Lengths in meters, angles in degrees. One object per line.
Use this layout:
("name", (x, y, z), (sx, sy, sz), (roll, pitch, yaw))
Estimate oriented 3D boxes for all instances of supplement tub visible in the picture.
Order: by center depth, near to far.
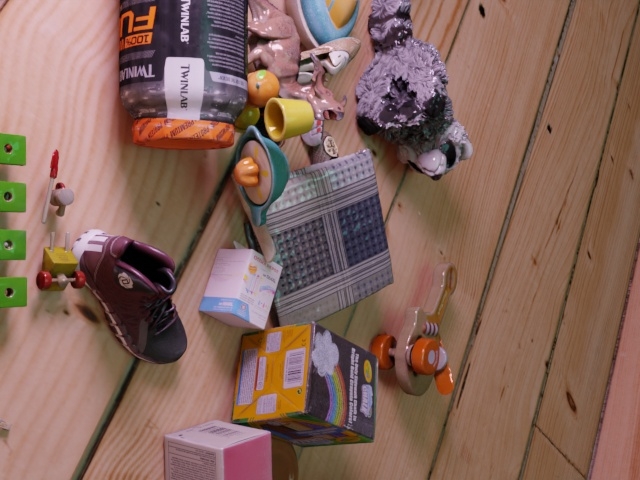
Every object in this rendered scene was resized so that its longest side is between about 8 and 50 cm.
("supplement tub", (-0.219, -0.322, 1.303), (0.207, 0.207, 0.338), (1, 89, -50))

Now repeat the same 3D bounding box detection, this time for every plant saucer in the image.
("plant saucer", (-0.107, 0.466, 1.573), (0.200, 0.037, 0.200), (0, 90, -50))

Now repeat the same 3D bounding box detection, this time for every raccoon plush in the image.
("raccoon plush", (0.252, -0.362, 1.893), (0.299, 0.216, 0.446), (29, 68, -55))

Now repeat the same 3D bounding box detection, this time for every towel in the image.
("towel", (0.000, 0.000, 1.653), (0.324, 0.056, 0.312), (-23, 110, -32))

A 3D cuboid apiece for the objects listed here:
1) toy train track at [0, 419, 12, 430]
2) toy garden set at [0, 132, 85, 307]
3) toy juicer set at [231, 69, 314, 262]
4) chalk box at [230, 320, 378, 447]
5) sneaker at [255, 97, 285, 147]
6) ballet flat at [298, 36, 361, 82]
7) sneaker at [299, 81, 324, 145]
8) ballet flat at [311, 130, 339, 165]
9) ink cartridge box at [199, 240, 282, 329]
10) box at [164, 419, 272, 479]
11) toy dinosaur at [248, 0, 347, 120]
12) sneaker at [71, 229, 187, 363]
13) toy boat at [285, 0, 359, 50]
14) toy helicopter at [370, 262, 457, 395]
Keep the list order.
("toy train track", (-0.475, 0.253, 1.146), (0.083, 0.014, 0.048), (42, 51, -48))
("toy garden set", (-0.441, -0.027, 1.163), (0.204, 0.049, 0.244), (1, 89, -49))
("toy juicer set", (-0.124, -0.141, 1.407), (0.089, 0.209, 0.329), (-12, 137, -31))
("chalk box", (-0.006, 0.294, 1.566), (0.289, 0.179, 0.180), (35, 51, -45))
("sneaker", (-0.098, -0.256, 1.581), (0.075, 0.057, 0.161), (-16, 97, -73))
("ballet flat", (-0.004, -0.347, 1.606), (0.206, 0.067, 0.073), (-20, 146, -13))
("sneaker", (-0.008, -0.275, 1.676), (0.065, 0.061, 0.158), (-12, 100, -56))
("ballet flat", (0.029, -0.108, 1.720), (0.084, 0.058, 0.249), (-14, 102, -48))
("ink cartridge box", (-0.143, 0.080, 1.487), (0.092, 0.090, 0.143), (34, 65, -45))
("box", (-0.175, 0.446, 1.402), (0.127, 0.149, 0.232), (-4, 94, -51))
("toy dinosaur", (-0.073, -0.343, 1.478), (0.200, 0.127, 0.295), (-12, 91, -20))
("sneaker", (-0.266, 0.101, 1.280), (0.281, 0.162, 0.106), (57, 49, -33))
("toy boat", (-0.019, -0.514, 1.591), (0.318, 0.148, 0.267), (2, 88, -51))
("toy helicopter", (0.272, 0.214, 1.957), (0.235, 0.140, 0.355), (53, 50, -40))
